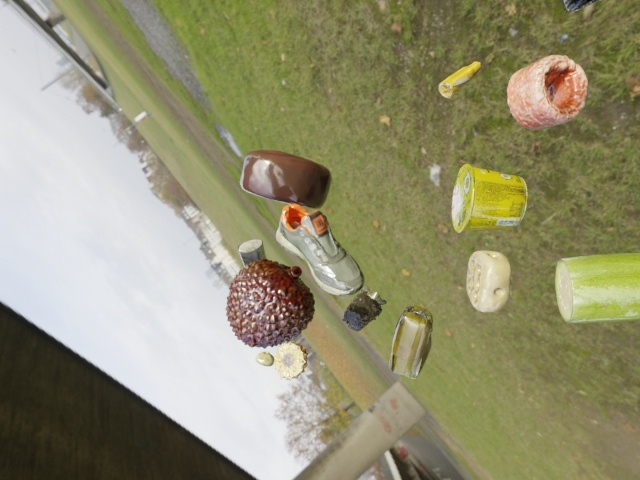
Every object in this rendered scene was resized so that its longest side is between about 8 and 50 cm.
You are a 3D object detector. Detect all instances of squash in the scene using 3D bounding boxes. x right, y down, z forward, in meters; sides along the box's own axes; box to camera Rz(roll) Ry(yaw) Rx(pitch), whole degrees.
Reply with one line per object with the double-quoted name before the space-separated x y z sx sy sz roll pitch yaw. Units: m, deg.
"squash" 1.120 0.176 1.583 0.263 0.385 0.262 -5 -90 -74

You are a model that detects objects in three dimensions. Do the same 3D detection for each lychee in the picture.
"lychee" -0.171 0.208 1.415 0.306 0.330 0.306 39 -170 -8

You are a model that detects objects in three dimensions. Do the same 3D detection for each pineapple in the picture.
"pineapple" -0.160 0.608 2.144 0.221 0.221 0.047 46 -171 30

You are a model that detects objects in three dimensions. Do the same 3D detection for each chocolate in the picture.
"chocolate" 0.623 -0.722 1.864 0.085 0.219 0.085 46 167 14

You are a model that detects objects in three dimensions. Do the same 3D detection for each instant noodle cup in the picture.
"instant noodle cup" 0.773 -0.184 1.941 0.254 0.325 0.325 5 167 3

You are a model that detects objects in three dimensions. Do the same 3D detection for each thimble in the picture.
"thimble" 0.789 -0.517 1.480 0.239 0.239 0.162 51 168 -8

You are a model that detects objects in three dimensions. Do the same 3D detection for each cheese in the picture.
"cheese" 0.589 0.147 1.481 0.235 0.117 0.217 76 -165 -69

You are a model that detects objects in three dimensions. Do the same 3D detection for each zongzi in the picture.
"zongzi" 0.336 0.297 1.449 0.123 0.289 0.260 17 117 23

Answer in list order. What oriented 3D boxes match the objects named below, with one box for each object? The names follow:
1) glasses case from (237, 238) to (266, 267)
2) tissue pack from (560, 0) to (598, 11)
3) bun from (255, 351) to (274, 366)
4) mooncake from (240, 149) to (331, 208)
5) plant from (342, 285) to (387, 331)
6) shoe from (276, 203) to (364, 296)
"glasses case" -0.305 0.086 1.955 0.299 0.114 0.060 95 156 -64
"tissue pack" 0.546 -0.684 0.846 0.198 0.209 0.370 -4 162 41
"bun" -0.233 0.500 1.793 0.086 0.054 0.086 19 174 2
"mooncake" -0.123 -0.226 1.528 0.326 0.174 0.334 11 -171 -15
"plant" 0.189 0.290 1.822 0.142 0.203 0.131 46 146 15
"shoe" 0.000 0.000 1.158 0.336 0.132 0.171 41 147 34
